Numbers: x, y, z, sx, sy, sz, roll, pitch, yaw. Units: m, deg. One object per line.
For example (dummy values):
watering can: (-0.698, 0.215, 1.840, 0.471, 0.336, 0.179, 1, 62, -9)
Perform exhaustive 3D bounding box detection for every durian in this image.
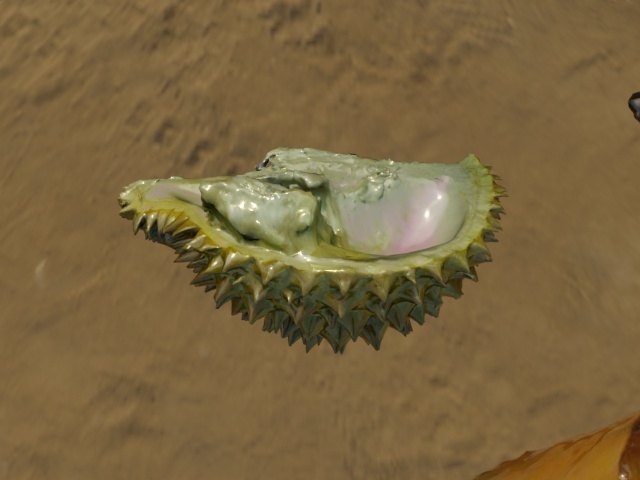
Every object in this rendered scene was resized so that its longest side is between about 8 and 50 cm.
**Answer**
durian: (0.000, 0.000, 1.509, 0.306, 0.172, 0.167, 0, 79, -8)

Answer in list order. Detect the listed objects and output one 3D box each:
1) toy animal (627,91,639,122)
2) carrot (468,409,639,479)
toy animal: (0.211, 0.018, 0.797, 0.243, 0.260, 0.087, 39, 59, 8)
carrot: (0.116, 0.224, 1.045, 0.224, 0.224, 0.340, 41, 133, -10)
